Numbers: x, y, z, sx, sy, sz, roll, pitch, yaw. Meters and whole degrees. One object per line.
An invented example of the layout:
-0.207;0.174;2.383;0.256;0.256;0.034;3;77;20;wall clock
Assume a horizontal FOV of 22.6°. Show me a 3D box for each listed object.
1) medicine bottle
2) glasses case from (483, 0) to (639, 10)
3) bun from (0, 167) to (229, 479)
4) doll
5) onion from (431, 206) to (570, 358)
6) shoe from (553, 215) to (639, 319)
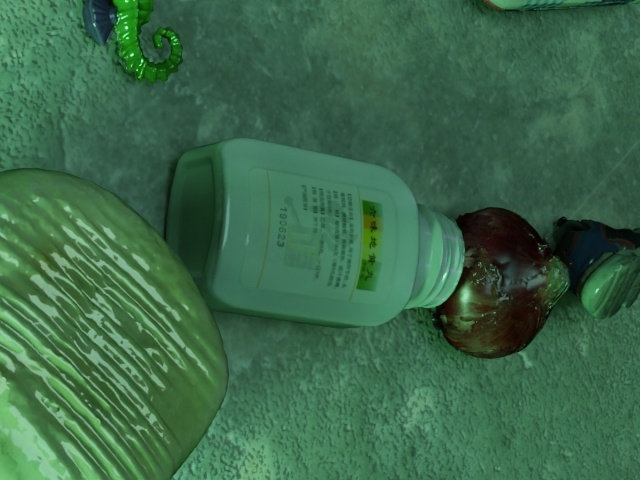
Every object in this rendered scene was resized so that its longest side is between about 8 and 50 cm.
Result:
0.000;0.000;1.714;0.324;0.124;0.179;9;79;-34;medicine bottle
0.313;-0.353;2.010;0.327;0.076;0.125;-8;91;-36;glasses case
-0.257;0.121;1.459;0.361;0.213;0.361;21;57;-35;bun
-0.192;-0.254;1.645;0.115;0.050;0.190;-12;94;-30;doll
0.214;0.047;1.851;0.184;0.147;0.184;11;76;-50;onion
0.345;0.022;1.996;0.227;0.125;0.099;-21;135;-59;shoe
